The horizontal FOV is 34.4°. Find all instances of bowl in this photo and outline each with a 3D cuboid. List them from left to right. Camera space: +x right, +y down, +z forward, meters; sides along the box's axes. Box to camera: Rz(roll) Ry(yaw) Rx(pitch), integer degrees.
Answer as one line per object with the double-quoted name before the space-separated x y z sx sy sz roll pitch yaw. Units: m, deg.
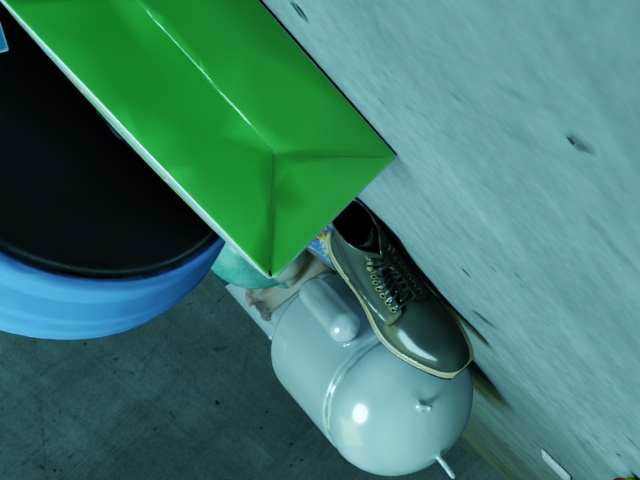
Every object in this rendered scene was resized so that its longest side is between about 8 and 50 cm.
"bowl" -0.232 -0.109 0.889 0.391 0.391 0.077 46 132 -5

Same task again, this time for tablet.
"tablet" 0.333 0.320 1.461 0.054 0.006 0.083 45 175 22

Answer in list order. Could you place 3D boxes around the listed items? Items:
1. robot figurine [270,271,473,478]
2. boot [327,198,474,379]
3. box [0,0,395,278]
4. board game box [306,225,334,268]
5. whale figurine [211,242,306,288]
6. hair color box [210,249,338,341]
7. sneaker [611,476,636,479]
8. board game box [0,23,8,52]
"robot figurine" 0.066 0.175 1.371 0.300 0.200 0.353 54 172 -36
"boot" 0.072 0.048 1.017 0.198 0.077 0.137 44 170 15
"box" -0.102 -0.117 0.756 0.262 0.127 0.231 47 176 -13
"board game box" 0.000 0.000 1.259 0.201 0.035 0.136 36 177 -6
"whale figurine" -0.107 -0.021 1.540 0.272 0.141 0.216 -89 -23 -79
"hair color box" -0.057 0.059 1.685 0.105 0.174 0.347 50 174 -32
"sneaker" 0.284 0.244 0.954 0.175 0.064 0.067 138 108 -81
"board game box" -0.352 -0.241 0.643 0.097 0.224 0.303 39 145 55
